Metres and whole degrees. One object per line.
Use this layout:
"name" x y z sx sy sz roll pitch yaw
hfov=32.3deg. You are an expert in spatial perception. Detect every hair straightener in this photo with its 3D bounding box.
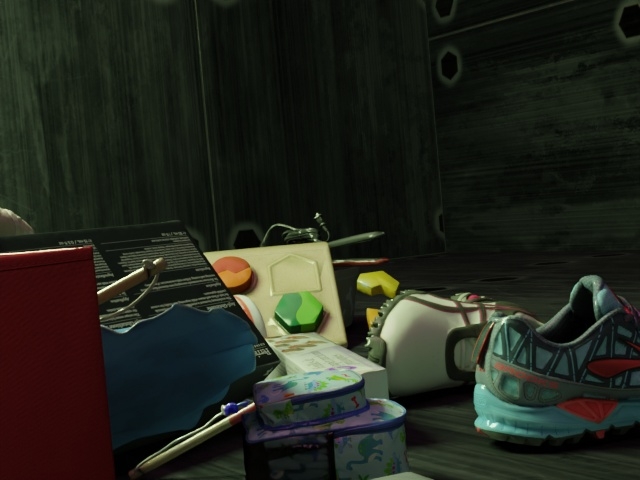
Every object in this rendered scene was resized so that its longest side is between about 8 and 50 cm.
"hair straightener" 0.000 0.000 1.747 0.230 0.089 0.047 -4 4 34

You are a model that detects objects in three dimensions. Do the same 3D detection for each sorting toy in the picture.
"sorting toy" -0.032 0.075 1.590 0.307 0.041 0.229 -5 42 -5

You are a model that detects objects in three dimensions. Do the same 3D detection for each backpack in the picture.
"backpack" 0.003 0.135 0.772 0.114 0.084 0.105 -4 3 -6

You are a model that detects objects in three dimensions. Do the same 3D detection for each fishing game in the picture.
"fishing game" -0.132 0.096 0.754 0.189 0.041 0.264 -31 -29 4

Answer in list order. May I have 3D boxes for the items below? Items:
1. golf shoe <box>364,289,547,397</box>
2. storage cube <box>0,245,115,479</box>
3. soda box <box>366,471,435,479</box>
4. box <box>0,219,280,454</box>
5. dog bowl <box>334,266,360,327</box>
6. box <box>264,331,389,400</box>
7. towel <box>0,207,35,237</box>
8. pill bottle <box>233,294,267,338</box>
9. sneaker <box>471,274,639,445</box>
"golf shoe" 0.150 0.104 1.145 0.120 0.105 0.273 6 9 39
"storage cube" -0.230 0.109 0.534 0.184 0.193 0.215 -4 3 29
"soda box" -0.065 0.150 0.360 0.286 0.091 0.098 -6 2 -25
"box" -0.188 0.088 0.990 0.261 0.184 0.103 -7 -38 -55
"dog bowl" -0.103 0.102 1.817 0.349 0.102 0.349 -4 1 0
"box" -0.003 0.136 1.061 0.063 0.067 0.324 -6 1 -11
"towel" -0.398 0.075 0.904 0.317 0.053 0.332 -45 -5 -3
"pill bottle" -0.165 0.123 1.222 0.193 0.108 0.108 -6 2 -30
"sneaker" 0.247 0.089 0.892 0.262 0.125 0.104 -6 3 -21
